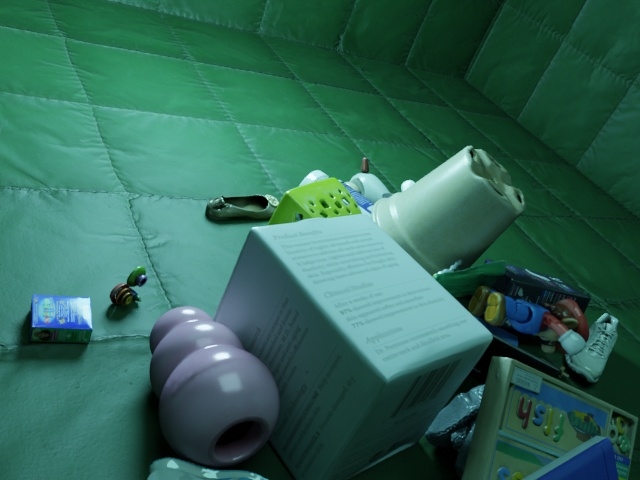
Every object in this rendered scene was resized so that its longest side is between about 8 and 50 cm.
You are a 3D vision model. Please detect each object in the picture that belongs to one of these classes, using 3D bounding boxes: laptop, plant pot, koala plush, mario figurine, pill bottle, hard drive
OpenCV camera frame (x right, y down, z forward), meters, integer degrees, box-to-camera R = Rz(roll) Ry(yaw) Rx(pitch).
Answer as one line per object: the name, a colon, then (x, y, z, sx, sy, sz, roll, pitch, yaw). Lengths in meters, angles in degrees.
laptop: (0.367, 0.193, 1.589, 0.381, 0.408, 0.236, 27, 65, 5)
plant pot: (0.360, -0.073, 1.703, 0.333, 0.305, 0.334, 31, 34, -24)
koala plush: (0.375, 0.419, 1.305, 0.221, 0.203, 0.196, 43, -1, -24)
mario figurine: (0.537, 0.226, 1.620, 0.320, 0.170, 0.198, 16, 40, -17)
plant pot: (0.000, 0.000, 1.634, 0.207, 0.227, 0.228, 43, 35, 19)
pill bottle: (0.060, -0.084, 1.862, 0.264, 0.153, 0.153, 39, 33, 21)
hard drive: (0.427, 0.508, 1.139, 0.318, 0.210, 0.040, -13, 4, -31)

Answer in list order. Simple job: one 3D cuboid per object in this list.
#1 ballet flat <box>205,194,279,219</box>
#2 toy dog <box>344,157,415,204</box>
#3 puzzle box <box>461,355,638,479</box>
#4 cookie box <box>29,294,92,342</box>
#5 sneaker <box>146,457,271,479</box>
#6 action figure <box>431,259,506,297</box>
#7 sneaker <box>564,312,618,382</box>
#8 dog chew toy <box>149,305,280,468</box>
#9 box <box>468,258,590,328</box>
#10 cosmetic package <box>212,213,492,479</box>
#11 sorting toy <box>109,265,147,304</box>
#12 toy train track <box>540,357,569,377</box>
ballet flat: (-0.210, -0.102, 1.793, 0.249, 0.058, 0.084, -6, 43, -40)
toy dog: (0.216, -0.155, 2.028, 0.333, 0.161, 0.220, 16, 24, 9)
puzzle box: (0.446, 0.413, 1.213, 0.408, 0.272, 0.052, 26, -16, -28)
cookie box: (-0.497, 0.150, 1.222, 0.107, 0.040, 0.092, 6, 35, -27)
sneaker: (-0.167, 0.418, 1.014, 0.228, 0.087, 0.092, 12, 40, -8)
action figure: (0.345, 0.099, 1.608, 0.232, 0.137, 0.063, -4, 42, -29)
sneaker: (0.783, 0.300, 1.822, 0.110, 0.118, 0.292, 35, 34, 14)
dog chew toy: (-0.211, 0.242, 1.147, 0.206, 0.207, 0.332, 1, 30, -34)
box: (0.594, 0.170, 1.825, 0.270, 0.144, 0.165, 13, 15, -17)
cosmetic package: (0.041, 0.197, 1.250, 0.329, 0.328, 0.394, -8, 45, -43)
sorting toy: (-0.396, 0.104, 1.347, 0.042, 0.061, 0.102, 34, 55, 15)
toy train track: (0.636, 0.351, 1.740, 0.083, 0.014, 0.048, 33, 38, 25)
